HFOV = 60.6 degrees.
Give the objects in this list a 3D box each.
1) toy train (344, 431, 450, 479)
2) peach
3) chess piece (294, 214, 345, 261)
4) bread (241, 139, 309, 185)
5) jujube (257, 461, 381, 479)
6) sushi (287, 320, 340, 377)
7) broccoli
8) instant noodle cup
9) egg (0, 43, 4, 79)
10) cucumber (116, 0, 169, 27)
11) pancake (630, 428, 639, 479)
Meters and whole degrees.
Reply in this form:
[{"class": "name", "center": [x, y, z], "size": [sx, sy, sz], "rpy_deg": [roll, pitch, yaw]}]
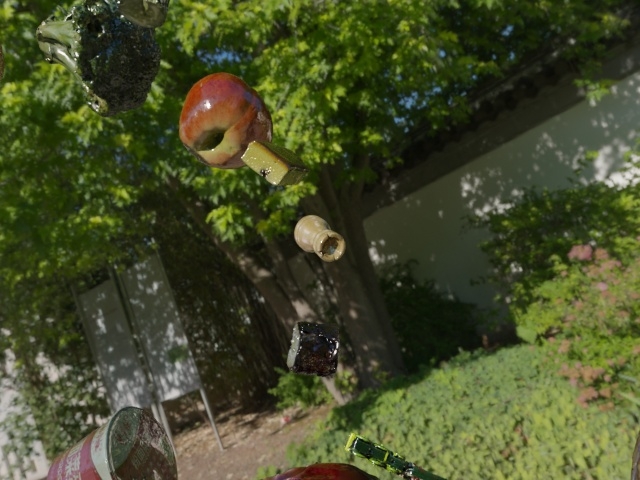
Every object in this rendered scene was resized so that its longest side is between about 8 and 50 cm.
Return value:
[{"class": "toy train", "center": [0.175, 0.502, 1.214], "size": [0.053, 0.249, 0.085], "rpy_deg": [-62, 0, -17]}, {"class": "peach", "center": [-0.230, -0.297, 1.354], "size": [0.232, 0.232, 0.257], "rpy_deg": [-24, 29, 26]}, {"class": "chess piece", "center": [0.000, 0.000, 0.947], "size": [0.066, 0.066, 0.122], "rpy_deg": [-20, 21, -13]}, {"class": "bread", "center": [-0.072, -0.141, 1.018], "size": [0.049, 0.088, 0.226], "rpy_deg": [-55, -6, 11]}, {"class": "jujube", "center": [-0.032, 0.465, 0.792], "size": [0.376, 0.259, 0.258], "rpy_deg": [-26, -8, 33]}, {"class": "sushi", "center": [-0.010, 0.190, 0.928], "size": [0.084, 0.098, 0.094], "rpy_deg": [7, 13, -10]}, {"class": "broccoli", "center": [-0.520, -0.464, 1.309], "size": [0.283, 0.304, 0.321], "rpy_deg": [15, -30, -1]}, {"class": "instant noodle cup", "center": [-0.438, 0.494, 1.148], "size": [0.178, 0.235, 0.235], "rpy_deg": [-28, -7, 8]}, {"class": "egg", "center": [-0.704, -0.316, 1.002], "size": [0.233, 0.195, 0.195], "rpy_deg": [-20, -7, -2]}, {"class": "cucumber", "center": [-0.182, -0.336, 0.614], "size": [0.058, 0.187, 0.058], "rpy_deg": [6, -12, 1]}, {"class": "pancake", "center": [0.362, 0.228, 0.476], "size": [0.199, 0.199, 0.021], "rpy_deg": [-19, -17, -16]}]
